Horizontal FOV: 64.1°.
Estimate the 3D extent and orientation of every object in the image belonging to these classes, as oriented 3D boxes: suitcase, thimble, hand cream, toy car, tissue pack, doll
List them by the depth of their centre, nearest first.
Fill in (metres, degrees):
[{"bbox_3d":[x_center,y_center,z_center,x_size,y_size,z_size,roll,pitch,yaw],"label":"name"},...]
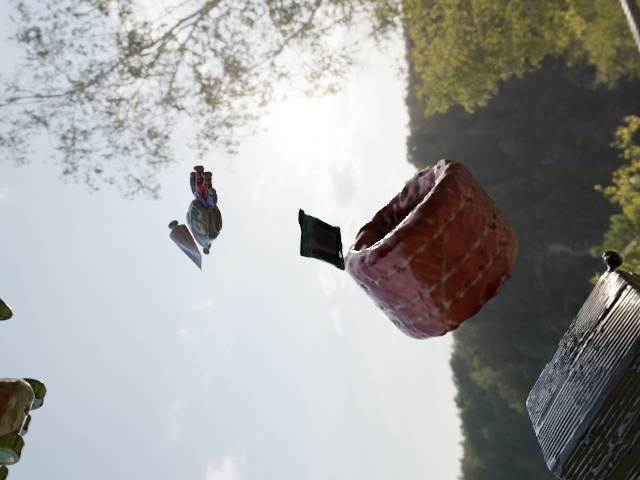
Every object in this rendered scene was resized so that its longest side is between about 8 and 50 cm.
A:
[{"bbox_3d":[0.482,0.216,0.828,0.229,0.152,0.335,-49,-18,-72],"label":"suitcase"},{"bbox_3d":[0.000,0.000,0.872,0.138,0.028,0.085,22,-120,-51],"label":"tissue pack"},{"bbox_3d":[-0.638,0.329,0.913,0.145,0.235,0.235,-96,-14,-51],"label":"toy car"},{"bbox_3d":[0.225,0.016,1.066,0.230,0.350,0.350,46,-152,-8],"label":"thimble"},{"bbox_3d":[-0.256,-0.059,1.134,0.075,0.102,0.227,-23,-42,-36],"label":"doll"},{"bbox_3d":[-0.333,0.007,1.281,0.053,0.142,0.084,-33,-19,-27],"label":"hand cream"}]

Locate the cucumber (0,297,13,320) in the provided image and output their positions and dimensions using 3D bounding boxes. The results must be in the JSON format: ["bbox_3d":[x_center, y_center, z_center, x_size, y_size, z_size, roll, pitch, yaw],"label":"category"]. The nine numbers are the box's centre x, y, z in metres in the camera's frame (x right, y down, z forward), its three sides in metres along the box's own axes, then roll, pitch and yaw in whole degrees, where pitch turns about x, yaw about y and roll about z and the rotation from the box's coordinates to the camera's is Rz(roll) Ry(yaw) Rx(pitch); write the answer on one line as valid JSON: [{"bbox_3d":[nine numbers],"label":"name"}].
[{"bbox_3d":[-0.645,0.096,0.869,0.056,0.250,0.056,9,-90,-90],"label":"cucumber"}]
